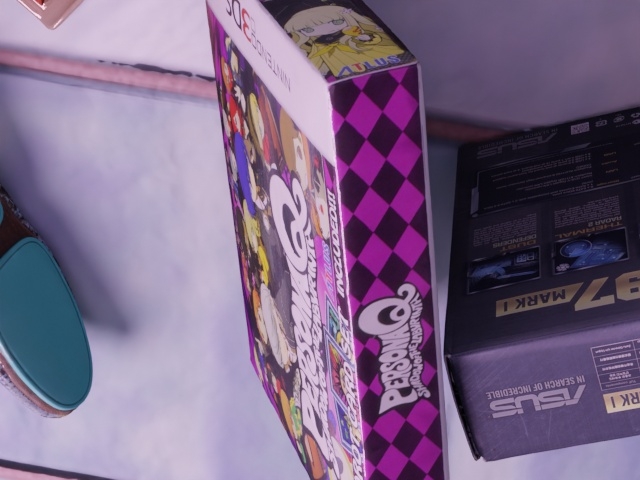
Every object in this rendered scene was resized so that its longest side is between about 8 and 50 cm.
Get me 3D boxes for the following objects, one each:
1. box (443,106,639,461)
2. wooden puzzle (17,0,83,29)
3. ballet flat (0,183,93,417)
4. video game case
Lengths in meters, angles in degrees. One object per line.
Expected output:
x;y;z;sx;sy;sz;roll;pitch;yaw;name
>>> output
0.171;0.000;0.698;0.233;0.183;0.059;-13;117;13;box
-0.129;-0.141;0.760;0.078;0.014;0.116;36;117;-11;wooden puzzle
-0.175;0.007;0.825;0.070;0.070;0.188;-17;113;15;ballet flat
0.000;0.000;0.709;0.042;0.210;0.232;-12;118;-12;video game case
